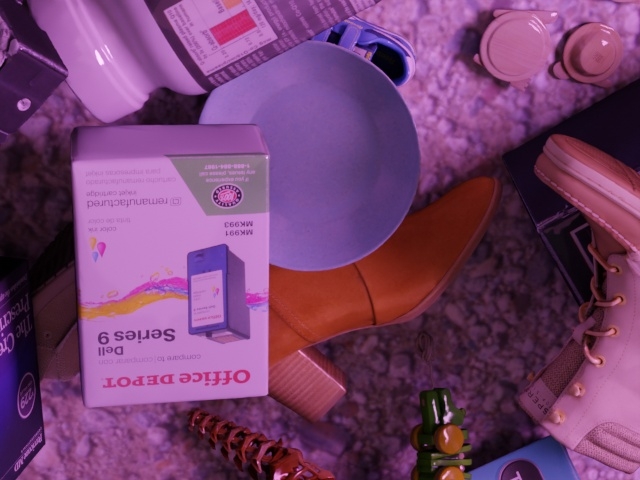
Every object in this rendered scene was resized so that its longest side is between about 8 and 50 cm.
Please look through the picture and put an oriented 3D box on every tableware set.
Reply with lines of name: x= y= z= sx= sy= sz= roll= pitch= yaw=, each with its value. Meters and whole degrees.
tableware set: x=0.216 y=-0.205 z=1.140 sx=0.141 sy=0.020 sz=0.169 roll=11 pitch=112 yaw=-13

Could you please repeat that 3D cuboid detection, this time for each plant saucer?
plant saucer: x=-0.009 y=-0.072 z=1.109 sx=0.195 sy=0.037 sz=0.195 roll=2 pitch=100 yaw=12

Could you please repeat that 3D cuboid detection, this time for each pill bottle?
pill bottle: x=-0.078 y=-0.212 z=1.030 sx=0.278 sy=0.162 sz=0.162 roll=-27 pitch=114 yaw=6

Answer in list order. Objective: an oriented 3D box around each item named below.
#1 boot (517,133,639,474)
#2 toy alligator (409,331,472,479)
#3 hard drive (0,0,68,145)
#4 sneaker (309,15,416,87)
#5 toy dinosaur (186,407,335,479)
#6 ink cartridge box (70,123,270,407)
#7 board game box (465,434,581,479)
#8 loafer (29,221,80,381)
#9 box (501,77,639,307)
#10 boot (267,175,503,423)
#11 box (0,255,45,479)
boot: x=0.219 y=0.057 z=1.028 sx=0.262 sy=0.095 sz=0.203 roll=36 pitch=109 yaw=-22
toy alligator: x=0.121 y=0.183 z=1.264 sx=0.051 sy=0.056 sz=0.190 roll=3 pitch=83 yaw=-27
hard drive: x=-0.367 y=-0.098 z=1.018 sx=0.339 sy=0.237 sz=0.064 roll=-42 pitch=146 yaw=14
sneaker: x=0.018 y=-0.168 z=1.115 sx=0.144 sy=0.059 sz=0.053 roll=16 pitch=114 yaw=-11
toy dinosaur: x=-0.017 y=0.298 z=1.241 sx=0.218 sy=0.322 sz=0.164 roll=-36 pitch=142 yaw=-23
ink cartridge box: x=-0.121 y=0.020 z=1.061 sx=0.154 sy=0.093 sz=0.212 roll=-2 pitch=113 yaw=-10
board game box: x=0.135 y=0.373 z=1.280 sx=0.336 sy=0.079 sz=0.254 roll=-26 pitch=71 yaw=6
loafer: x=-0.232 y=0.067 z=1.180 sx=0.268 sy=0.102 sz=0.092 roll=-39 pitch=114 yaw=22
box: x=0.363 y=-0.005 z=1.155 sx=0.294 sy=0.183 sz=0.296 roll=-30 pitch=112 yaw=8
boot: x=-0.001 y=0.000 z=1.172 sx=0.211 sy=0.104 sz=0.295 roll=41 pitch=93 yaw=-8
box: x=-0.316 y=0.139 z=1.022 sx=0.103 sy=0.261 sz=0.184 roll=6 pitch=112 yaw=11
